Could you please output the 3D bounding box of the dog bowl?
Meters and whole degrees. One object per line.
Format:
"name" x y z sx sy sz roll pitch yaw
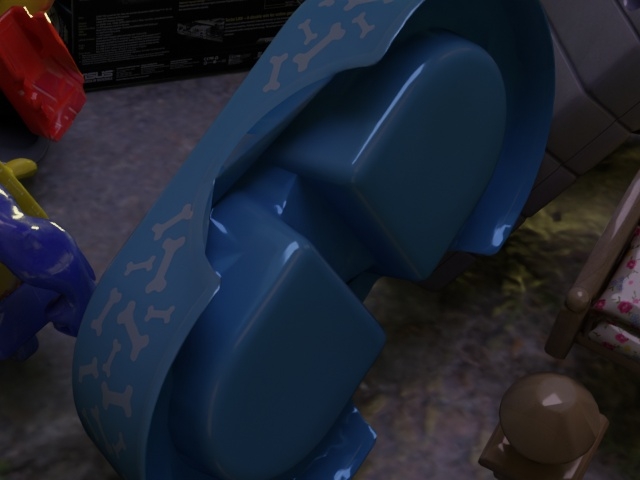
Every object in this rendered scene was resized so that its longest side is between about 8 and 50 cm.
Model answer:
"dog bowl" 0.000 0.000 0.543 0.074 0.166 0.297 25 75 37

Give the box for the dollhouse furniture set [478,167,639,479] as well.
"dollhouse furniture set" 0.255 0.051 0.485 0.303 0.174 0.355 26 64 17

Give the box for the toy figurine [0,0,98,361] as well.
"toy figurine" -0.222 -0.007 0.546 0.362 0.217 0.191 15 56 37

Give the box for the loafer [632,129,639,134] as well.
"loafer" 0.196 -0.099 0.774 0.268 0.096 0.084 4 53 27

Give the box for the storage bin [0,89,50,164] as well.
"storage bin" -0.220 -0.093 0.715 0.135 0.098 0.091 8 13 -1

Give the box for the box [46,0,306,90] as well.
"box" -0.093 -0.193 0.800 0.180 0.147 0.077 -12 45 -22

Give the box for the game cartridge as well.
"game cartridge" 0.101 -0.154 0.748 0.068 0.230 0.355 27 32 -30
